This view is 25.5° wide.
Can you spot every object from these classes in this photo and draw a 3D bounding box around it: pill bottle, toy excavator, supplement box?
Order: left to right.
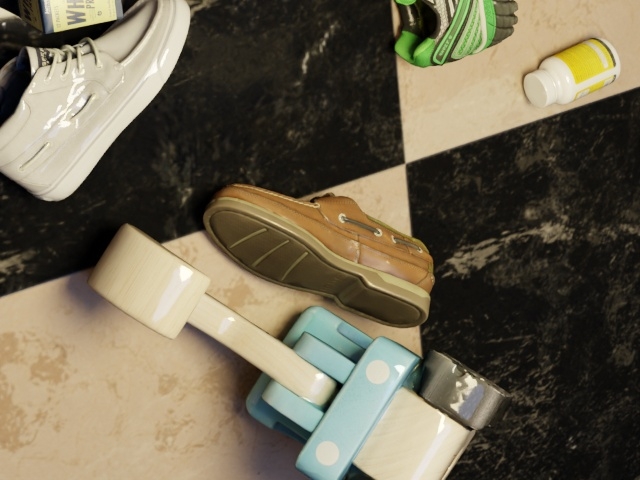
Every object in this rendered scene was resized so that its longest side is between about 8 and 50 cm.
[{"bbox_3d":[-0.253,-0.249,1.416,0.083,0.083,0.056,-17,117,-25],"label":"supplement box"},{"bbox_3d":[-0.028,0.156,1.652,0.222,0.445,0.433,-59,168,-1],"label":"toy excavator"},{"bbox_3d":[0.319,-0.211,1.808,0.116,0.065,0.065,-26,120,-23],"label":"pill bottle"}]

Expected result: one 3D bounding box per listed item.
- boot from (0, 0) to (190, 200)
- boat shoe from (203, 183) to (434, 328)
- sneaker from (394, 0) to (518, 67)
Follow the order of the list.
[{"bbox_3d":[-0.247,-0.168,1.443,0.123,0.095,0.258,36,88,-43],"label":"boot"},{"bbox_3d":[0.000,0.000,1.674,0.307,0.111,0.104,29,55,-26],"label":"boat shoe"},{"bbox_3d":[0.117,-0.345,1.585,0.146,0.134,0.343,-31,122,-18],"label":"sneaker"}]
